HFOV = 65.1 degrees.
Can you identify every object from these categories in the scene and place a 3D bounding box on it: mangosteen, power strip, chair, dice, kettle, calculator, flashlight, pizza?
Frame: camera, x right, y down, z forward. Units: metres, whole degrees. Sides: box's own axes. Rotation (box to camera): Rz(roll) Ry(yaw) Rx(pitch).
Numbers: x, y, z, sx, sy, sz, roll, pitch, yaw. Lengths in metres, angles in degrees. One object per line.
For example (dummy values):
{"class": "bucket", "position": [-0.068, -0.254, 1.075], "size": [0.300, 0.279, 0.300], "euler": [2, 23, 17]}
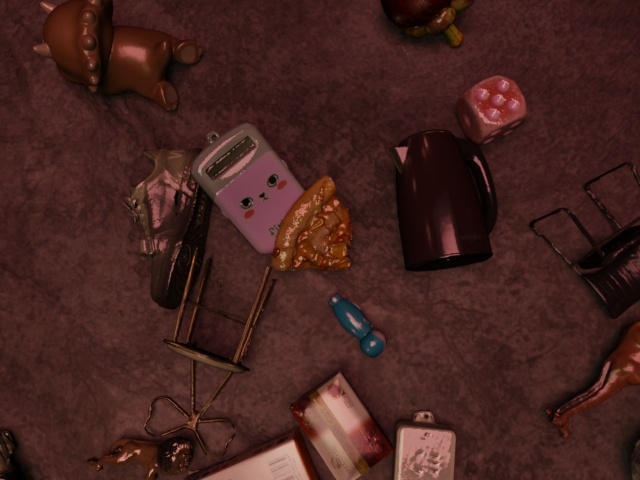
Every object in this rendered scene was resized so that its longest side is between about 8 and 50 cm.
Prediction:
{"class": "mangosteen", "position": [0.195, -0.434, 0.915], "size": [0.146, 0.156, 0.181], "euler": [-29, 100, -36]}
{"class": "power strip", "position": [0.161, 0.456, 0.819], "size": [0.098, 0.058, 0.337], "euler": [5, 82, 2]}
{"class": "chair", "position": [-0.184, 0.189, 0.828], "size": [0.160, 0.170, 0.325], "euler": [18, 77, 2]}
{"class": "dice", "position": [0.305, -0.233, 0.900], "size": [0.091, 0.093, 0.094], "euler": [-23, 82, -1]}
{"class": "kettle", "position": [0.221, -0.074, 0.863], "size": [0.202, 0.144, 0.231], "euler": [-3, 78, -18]}
{"class": "calculator", "position": [-0.114, -0.089, 0.873], "size": [0.141, 0.045, 0.246], "euler": [-40, 113, -8]}
{"class": "flashlight", "position": [0.062, 0.147, 0.875], "size": [0.051, 0.051, 0.129], "euler": [-44, 80, -4]}
{"class": "chair", "position": [0.491, 0.011, 0.832], "size": [0.140, 0.145, 0.221], "euler": [-34, 83, -2]}
{"class": "pizza", "position": [0.000, 0.000, 0.878], "size": [0.182, 0.062, 0.161], "euler": [-48, 113, -7]}

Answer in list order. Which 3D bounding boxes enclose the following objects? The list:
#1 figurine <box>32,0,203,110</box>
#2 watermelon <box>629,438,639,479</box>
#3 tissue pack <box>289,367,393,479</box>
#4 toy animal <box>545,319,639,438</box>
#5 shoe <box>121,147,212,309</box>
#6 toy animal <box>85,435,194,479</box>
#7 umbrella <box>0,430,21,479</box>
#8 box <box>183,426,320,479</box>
{"class": "figurine", "position": [-0.376, -0.350, 0.904], "size": [0.248, 0.173, 0.177], "euler": [22, 82, 6]}
{"class": "watermelon", "position": [0.590, 0.351, 0.743], "size": [0.228, 0.258, 0.387], "euler": [40, 44, 3]}
{"class": "tissue pack", "position": [0.033, 0.304, 0.826], "size": [0.106, 0.099, 0.148], "euler": [-36, 81, -4]}
{"class": "toy animal", "position": [0.502, 0.234, 0.835], "size": [0.230, 0.066, 0.224], "euler": [13, 89, -7]}
{"class": "shoe", "position": [-0.284, -0.032, 0.889], "size": [0.149, 0.109, 0.292], "euler": [10, 78, 6]}
{"class": "toy animal", "position": [-0.302, 0.377, 0.845], "size": [0.220, 0.069, 0.086], "euler": [-8, 80, 13]}
{"class": "umbrella", "position": [-0.495, 0.482, 0.817], "size": [0.113, 0.106, 0.357], "euler": [-36, 82, -7]}
{"class": "box", "position": [-0.083, 0.478, 0.808], "size": [0.221, 0.091, 0.273], "euler": [-22, 81, 0]}
